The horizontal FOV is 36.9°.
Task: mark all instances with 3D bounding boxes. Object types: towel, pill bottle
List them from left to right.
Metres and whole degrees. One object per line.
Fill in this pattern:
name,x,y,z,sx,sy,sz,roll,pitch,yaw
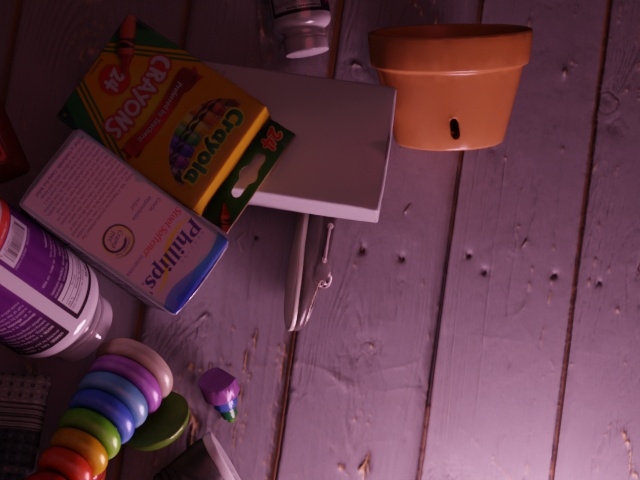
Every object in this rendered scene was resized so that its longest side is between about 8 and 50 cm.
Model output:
towel,-0.604,0.338,1.475,0.324,0.056,0.312,8,64,-6
pill bottle,-0.472,0.065,1.484,0.181,0.181,0.323,-54,137,-12
pill bottle,-0.040,-0.432,1.724,0.108,0.108,0.193,-10,92,-18

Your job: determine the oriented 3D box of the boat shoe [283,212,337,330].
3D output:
boat shoe,0.000,0.000,1.724,0.095,0.112,0.335,8,83,-13

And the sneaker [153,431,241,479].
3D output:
sneaker,-0.187,0.489,1.666,0.147,0.104,0.296,-27,101,-4

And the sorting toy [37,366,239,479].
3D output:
sorting toy,-0.292,0.356,1.645,0.365,0.127,0.126,-28,126,-19

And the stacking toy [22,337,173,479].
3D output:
stacking toy,-0.364,0.312,1.509,0.141,0.141,0.330,41,44,-13

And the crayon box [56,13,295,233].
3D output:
crayon box,-0.223,-0.182,1.507,0.318,0.081,0.202,34,87,5

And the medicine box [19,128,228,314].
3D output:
medicine box,-0.324,-0.022,1.541,0.289,0.263,0.149,37,79,-13

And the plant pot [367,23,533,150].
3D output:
plant pot,0.234,-0.279,1.733,0.290,0.291,0.203,-8,107,-18

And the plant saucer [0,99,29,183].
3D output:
plant saucer,-0.644,-0.186,1.558,0.259,0.048,0.258,-24,96,-16

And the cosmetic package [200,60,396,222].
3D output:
cosmetic package,-0.073,-0.166,1.619,0.385,0.156,0.217,10,83,2
